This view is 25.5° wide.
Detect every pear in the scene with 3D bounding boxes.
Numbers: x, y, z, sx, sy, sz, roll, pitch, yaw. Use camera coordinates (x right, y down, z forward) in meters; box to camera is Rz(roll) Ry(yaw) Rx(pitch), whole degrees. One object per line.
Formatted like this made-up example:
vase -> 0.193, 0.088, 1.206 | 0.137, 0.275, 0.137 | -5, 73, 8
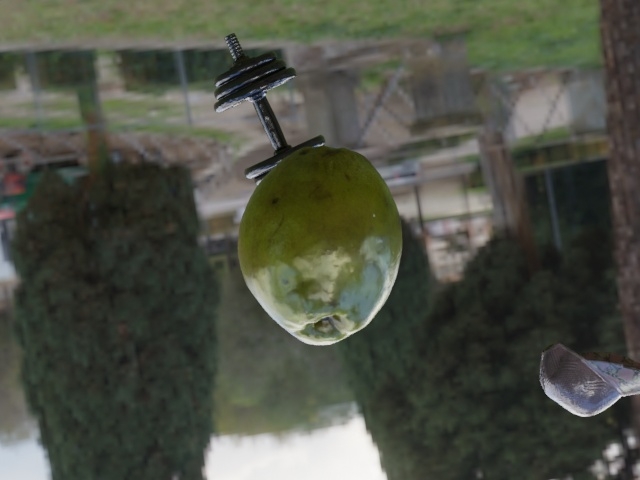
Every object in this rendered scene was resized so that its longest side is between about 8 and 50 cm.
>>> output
pear -> 0.000, 0.000, 0.908 | 0.107, 0.131, 0.107 | -2, 158, -1

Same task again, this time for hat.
hat -> 0.181, 0.094, 0.904 | 0.087, 0.042, 0.058 | 15, -176, -5

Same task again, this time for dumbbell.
dumbbell -> -0.056, -0.129, 1.548 | 0.099, 0.208, 0.099 | -25, -176, 2
